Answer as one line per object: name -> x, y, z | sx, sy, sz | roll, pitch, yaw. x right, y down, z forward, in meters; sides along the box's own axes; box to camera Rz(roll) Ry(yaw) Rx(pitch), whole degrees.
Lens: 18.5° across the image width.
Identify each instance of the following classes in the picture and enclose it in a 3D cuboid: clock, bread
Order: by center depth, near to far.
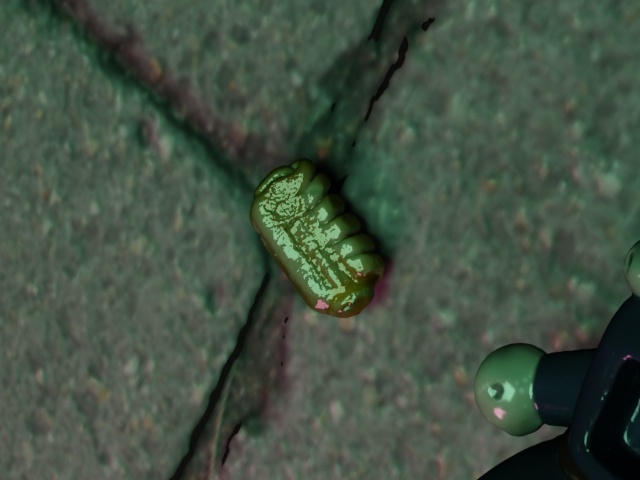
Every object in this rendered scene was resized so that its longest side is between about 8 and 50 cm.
clock -> 0.138, 0.120, 0.840 | 0.199, 0.146, 0.243 | 35, 109, 25
bread -> 0.000, 0.000, 1.001 | 0.049, 0.033, 0.088 | -44, 72, 19
